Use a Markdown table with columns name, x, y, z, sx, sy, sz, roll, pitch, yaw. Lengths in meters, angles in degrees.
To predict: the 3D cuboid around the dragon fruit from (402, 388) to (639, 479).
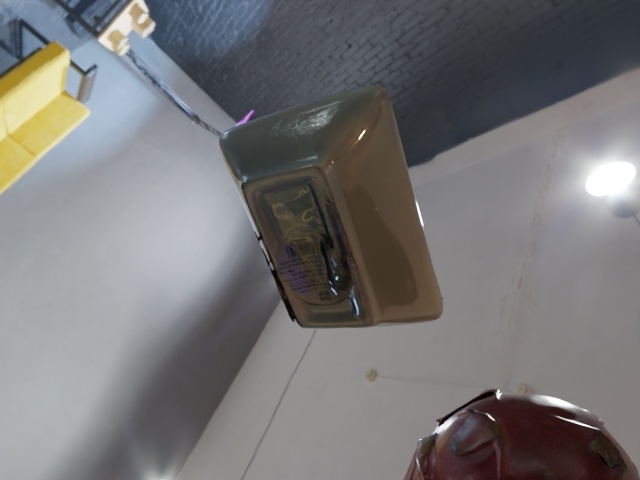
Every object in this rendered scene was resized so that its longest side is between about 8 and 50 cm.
| name | x | y | z | sx | sy | sz | roll | pitch | yaw |
| --- | --- | --- | --- | --- | --- | --- | --- | --- | --- |
| dragon fruit | 0.263 | 0.311 | 0.525 | 0.250 | 0.316 | 0.250 | 13 | 90 | -89 |

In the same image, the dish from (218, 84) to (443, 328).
| name | x | y | z | sx | sy | sz | roll | pitch | yaw |
| --- | --- | --- | --- | --- | --- | --- | --- | --- | --- |
| dish | 0.000 | 0.000 | 0.398 | 0.182 | 0.243 | 0.080 | -9 | -155 | 27 |
